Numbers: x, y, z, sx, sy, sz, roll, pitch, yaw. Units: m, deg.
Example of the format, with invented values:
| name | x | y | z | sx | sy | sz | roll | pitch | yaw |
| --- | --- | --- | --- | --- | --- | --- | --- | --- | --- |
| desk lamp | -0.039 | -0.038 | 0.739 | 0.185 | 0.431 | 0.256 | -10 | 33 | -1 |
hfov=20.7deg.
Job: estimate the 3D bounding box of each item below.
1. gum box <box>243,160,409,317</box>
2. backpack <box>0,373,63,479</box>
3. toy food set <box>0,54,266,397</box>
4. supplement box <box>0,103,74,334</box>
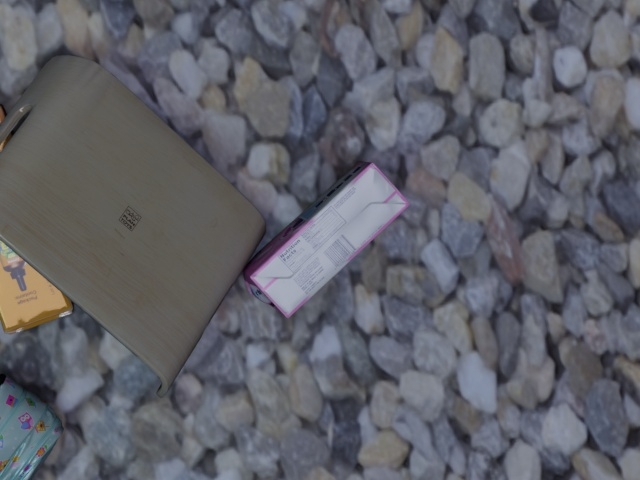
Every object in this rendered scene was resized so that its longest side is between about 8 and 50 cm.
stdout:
| name | x | y | z | sx | sy | sz | roll | pitch | yaw |
| --- | --- | --- | --- | --- | --- | --- | --- | --- | --- |
| gum box | 0.000 | 0.000 | 1.875 | 0.188 | 0.107 | 0.062 | -43 | 98 | -3 |
| backpack | -0.358 | 0.232 | 1.839 | 0.115 | 0.152 | 0.182 | 40 | 77 | -15 |
| toy food set | -0.217 | -0.015 | 1.815 | 0.306 | 0.092 | 0.220 | 43 | 60 | -20 |
| supplement box | -0.333 | -0.023 | 1.848 | 0.078 | 0.080 | 0.233 | -19 | 94 | -5 |
